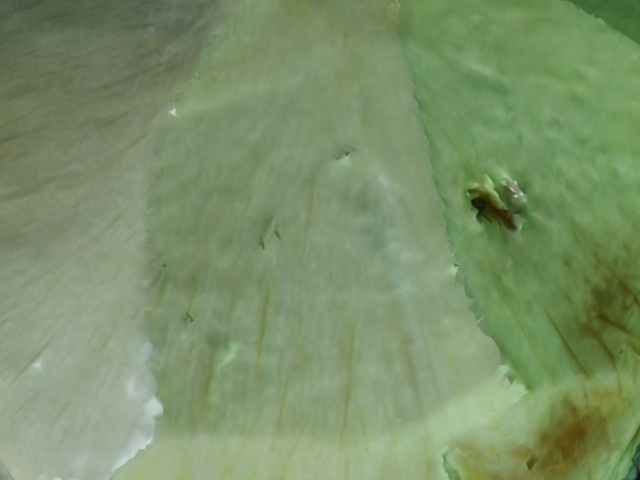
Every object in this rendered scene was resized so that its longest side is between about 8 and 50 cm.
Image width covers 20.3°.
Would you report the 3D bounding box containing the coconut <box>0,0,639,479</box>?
[{"bbox_3d":[0.000,0.000,0.822,0.415,0.344,0.416,9,90,-86],"label":"coconut"}]
